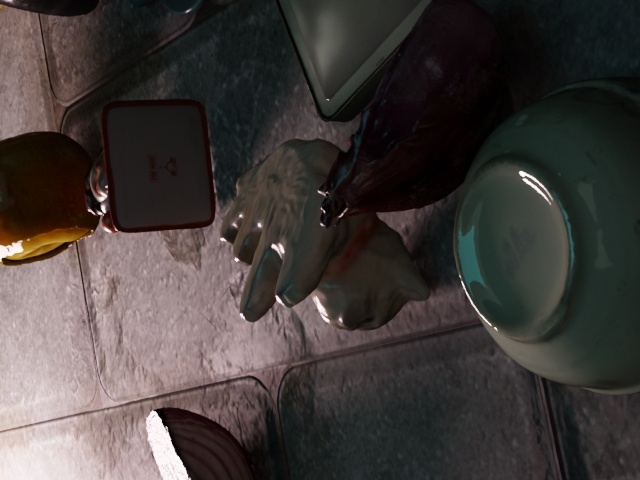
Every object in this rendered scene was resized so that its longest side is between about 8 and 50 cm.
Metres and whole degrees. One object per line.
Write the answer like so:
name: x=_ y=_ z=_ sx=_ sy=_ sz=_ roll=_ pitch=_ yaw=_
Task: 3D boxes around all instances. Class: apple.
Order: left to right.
apple: x=-0.459 y=-0.063 z=2.138 sx=0.237 sy=0.237 sz=0.207 roll=-3 pitch=109 yaw=53

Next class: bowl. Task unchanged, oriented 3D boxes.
bowl: x=0.241 y=0.001 z=1.272 sx=0.307 sy=0.163 sz=0.307 roll=15 pitch=108 yaw=54

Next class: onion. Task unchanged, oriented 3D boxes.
onion: x=-0.153 y=0.341 z=1.880 sx=0.250 sy=0.111 sz=0.247 roll=66 pitch=163 yaw=7
onion: x=0.104 y=-0.103 z=1.367 sx=0.120 sy=0.283 sz=0.227 roll=28 pitch=154 yaw=15

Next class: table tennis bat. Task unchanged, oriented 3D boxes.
table tennis bat: x=-0.214 y=-0.375 z=1.921 sx=0.201 sy=0.033 sz=0.124 roll=-14 pitch=81 yaw=50

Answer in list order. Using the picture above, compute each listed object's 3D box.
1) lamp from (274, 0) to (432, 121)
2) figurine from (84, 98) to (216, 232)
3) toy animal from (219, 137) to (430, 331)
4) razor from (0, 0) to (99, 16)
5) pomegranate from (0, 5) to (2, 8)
lamp: x=0.040 y=-0.313 z=1.580 sx=0.269 sy=0.047 sz=0.266 roll=-43 pitch=62 yaw=46
figurine: x=-0.275 y=-0.096 z=1.954 sx=0.226 sy=0.160 sz=0.183 roll=-9 pitch=86 yaw=61
toy animal: x=0.000 y=0.000 z=1.614 sx=0.308 sy=0.188 sz=0.266 roll=146 pitch=134 yaw=-61
razor: x=-0.480 y=-0.442 z=2.012 sx=0.204 sy=0.349 sz=0.113 roll=-48 pitch=41 yaw=47
pomegranate: x=-0.667 y=-0.482 z=2.208 sx=0.410 sy=0.410 sz=0.410 roll=9 pitch=102 yaw=52
